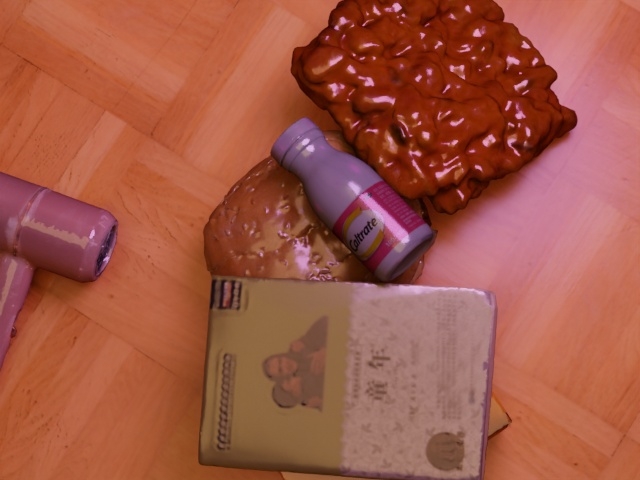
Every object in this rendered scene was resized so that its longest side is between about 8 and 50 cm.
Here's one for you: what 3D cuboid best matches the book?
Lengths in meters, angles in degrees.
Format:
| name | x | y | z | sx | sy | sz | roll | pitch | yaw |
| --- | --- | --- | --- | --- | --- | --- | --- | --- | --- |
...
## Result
| name | x | y | z | sx | sy | sz | roll | pitch | yaw |
| --- | --- | --- | --- | --- | --- | --- | --- | --- | --- |
| book | 0.034 | 0.167 | 1.725 | 0.352 | 0.035 | 0.239 | 3 | 83 | 4 |

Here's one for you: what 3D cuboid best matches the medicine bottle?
| name | x | y | z | sx | sy | sz | roll | pitch | yaw |
| --- | --- | --- | --- | --- | --- | --- | --- | --- | --- |
| medicine bottle | 0.034 | -0.053 | 1.734 | 0.090 | 0.090 | 0.217 | -44 | 77 | -4 |

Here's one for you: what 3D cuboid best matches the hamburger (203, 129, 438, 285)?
| name | x | y | z | sx | sy | sz | roll | pitch | yaw |
| --- | --- | --- | --- | --- | --- | --- | --- | --- | --- |
| hamburger | -0.001 | 0.000 | 1.842 | 0.259 | 0.144 | 0.283 | 42 | 80 | 11 |

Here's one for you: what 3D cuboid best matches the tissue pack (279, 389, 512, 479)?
| name | x | y | z | sx | sy | sz | roll | pitch | yaw |
| --- | --- | --- | --- | --- | --- | --- | --- | --- | --- |
| tissue pack | 0.072 | 0.227 | 1.801 | 0.274 | 0.145 | 0.194 | -33 | 83 | -2 |

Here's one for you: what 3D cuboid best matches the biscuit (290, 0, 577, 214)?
| name | x | y | z | sx | sy | sz | roll | pitch | yaw |
| --- | --- | --- | --- | --- | --- | --- | --- | --- | --- |
| biscuit | 0.145 | -0.200 | 1.828 | 0.318 | 0.110 | 0.312 | -33 | 79 | -35 |

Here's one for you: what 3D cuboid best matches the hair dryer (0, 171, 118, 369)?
| name | x | y | z | sx | sy | sz | roll | pitch | yaw |
| --- | --- | --- | --- | --- | --- | --- | --- | --- | --- |
| hair dryer | -0.408 | 0.096 | 1.886 | 0.189 | 0.107 | 0.344 | 20 | 92 | 4 |
